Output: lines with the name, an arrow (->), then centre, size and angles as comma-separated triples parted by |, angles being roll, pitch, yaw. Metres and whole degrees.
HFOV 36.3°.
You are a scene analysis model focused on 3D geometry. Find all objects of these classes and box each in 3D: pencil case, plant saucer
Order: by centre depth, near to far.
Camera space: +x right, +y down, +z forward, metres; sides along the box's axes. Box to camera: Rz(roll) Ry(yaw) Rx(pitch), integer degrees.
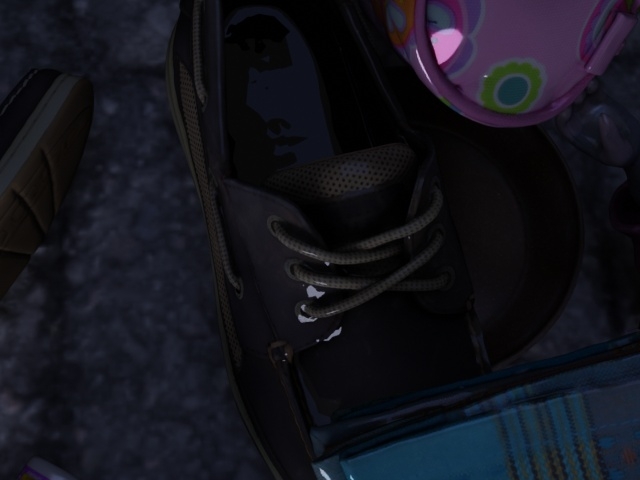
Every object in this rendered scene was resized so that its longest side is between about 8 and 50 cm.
pencil case -> 0.065, -0.167, 0.525 | 0.124, 0.124, 0.284 | -10, 31, -7
plant saucer -> 0.054, -0.009, 0.578 | 0.199, 0.036, 0.198 | 1, 71, -3

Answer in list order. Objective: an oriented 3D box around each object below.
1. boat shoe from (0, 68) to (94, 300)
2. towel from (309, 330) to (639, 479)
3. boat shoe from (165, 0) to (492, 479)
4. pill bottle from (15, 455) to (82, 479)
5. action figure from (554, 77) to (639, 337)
boat shoe -> -0.223, 0.017, 0.519 | 0.092, 0.103, 0.285 | 29, 77, 2
towel -> 0.179, 0.213, 0.403 | 0.272, 0.040, 0.370 | -18, 93, 8
boat shoe -> 0.000, 0.000, 0.483 | 0.132, 0.130, 0.355 | -21, 73, -10
pill bottle -> -0.152, 0.157, 0.501 | 0.043, 0.043, 0.083 | 27, 71, 6
action figure -> 0.276, 0.001, 0.534 | 0.370, 0.276, 0.248 | -39, 71, 4
